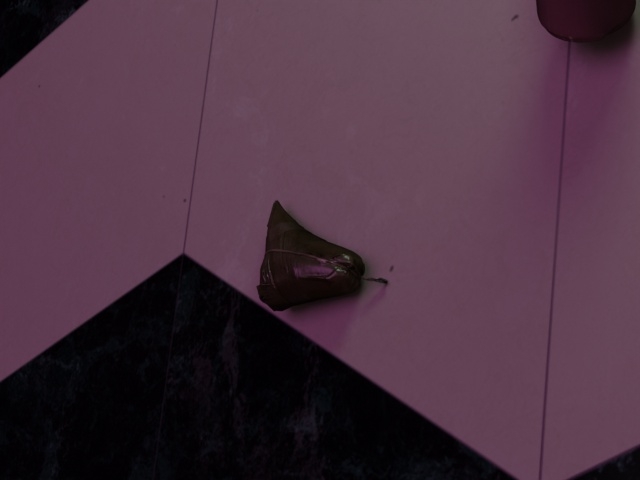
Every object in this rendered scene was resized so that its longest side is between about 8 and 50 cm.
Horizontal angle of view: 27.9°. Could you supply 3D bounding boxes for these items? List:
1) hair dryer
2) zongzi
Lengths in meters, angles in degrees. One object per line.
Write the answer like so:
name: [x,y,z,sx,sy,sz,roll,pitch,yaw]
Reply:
hair dryer: [0.316,-0.429,1.637,0.125,0.210,0.352,-8,40,7]
zongzi: [0.000,0.000,1.814,0.189,0.081,0.178,-15,57,30]
